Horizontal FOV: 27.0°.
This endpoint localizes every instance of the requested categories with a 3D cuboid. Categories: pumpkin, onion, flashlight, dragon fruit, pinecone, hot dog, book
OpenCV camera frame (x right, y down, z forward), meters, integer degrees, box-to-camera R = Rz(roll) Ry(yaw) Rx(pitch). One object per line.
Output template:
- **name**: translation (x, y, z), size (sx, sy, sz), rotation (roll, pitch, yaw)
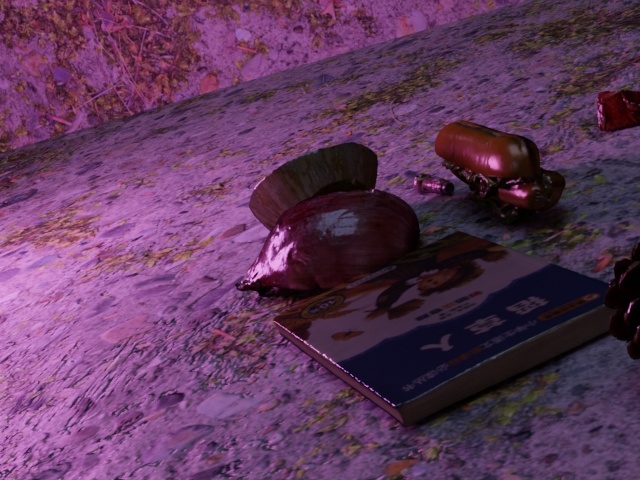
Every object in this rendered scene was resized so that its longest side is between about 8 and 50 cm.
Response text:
- **pumpkin**: translation (0.004, -0.054, 2.068), size (0.217, 0.217, 0.110), rotation (-20, 57, -2)
- **onion**: translation (0.000, 0.000, 1.912), size (0.284, 0.120, 0.227), rotation (-16, 11, 10)
- **flashlight**: translation (0.181, -0.092, 2.160), size (0.052, 0.031, 0.110), rotation (-25, 17, -22)
- **dragon fruit**: translation (0.520, -0.226, 2.160), size (0.131, 0.063, 0.097), rotation (-4, 22, 42)
- **pinecone**: translation (0.353, 0.063, 1.258), size (0.174, 0.173, 0.173), rotation (-17, 16, 5)
- **hot dog**: translation (0.252, -0.100, 1.942), size (0.100, 0.135, 0.337), rotation (-42, 18, -3)
- **book**: translation (0.140, 0.090, 1.595), size (0.300, 0.039, 0.428), rotation (-23, 16, -16)
